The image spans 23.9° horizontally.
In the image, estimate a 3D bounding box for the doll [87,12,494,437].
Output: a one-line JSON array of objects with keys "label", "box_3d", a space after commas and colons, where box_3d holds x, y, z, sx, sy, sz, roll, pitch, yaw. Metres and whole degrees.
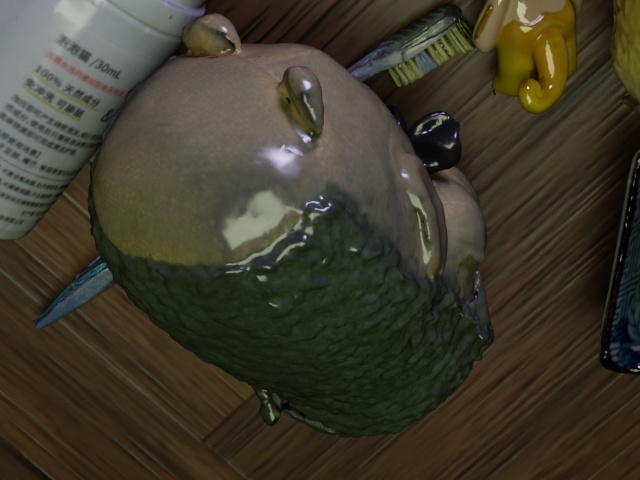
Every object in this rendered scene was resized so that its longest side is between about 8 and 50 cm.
[{"label": "doll", "box_3d": [0.000, 0.000, 1.047, 0.247, 0.247, 0.349, -27, 135, 10]}]

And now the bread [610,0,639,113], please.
[{"label": "bread", "box_3d": [0.294, -0.167, 1.024, 0.197, 0.197, 0.170, 7, 115, -3]}]

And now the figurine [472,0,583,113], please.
[{"label": "figurine", "box_3d": [0.136, -0.216, 1.049, 0.156, 0.131, 0.246, -26, 124, -12]}]

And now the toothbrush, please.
[{"label": "toothbrush", "box_3d": [-0.060, -0.049, 1.152, 0.413, 0.035, 0.042, -34, 110, 12]}]

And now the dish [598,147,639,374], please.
[{"label": "dish", "box_3d": [0.336, 0.012, 1.153, 0.243, 0.080, 0.182, 4, 112, -4]}]

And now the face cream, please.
[{"label": "face cream", "box_3d": [-0.153, -0.180, 1.045, 0.145, 0.145, 0.369, 37, 106, -13]}]
